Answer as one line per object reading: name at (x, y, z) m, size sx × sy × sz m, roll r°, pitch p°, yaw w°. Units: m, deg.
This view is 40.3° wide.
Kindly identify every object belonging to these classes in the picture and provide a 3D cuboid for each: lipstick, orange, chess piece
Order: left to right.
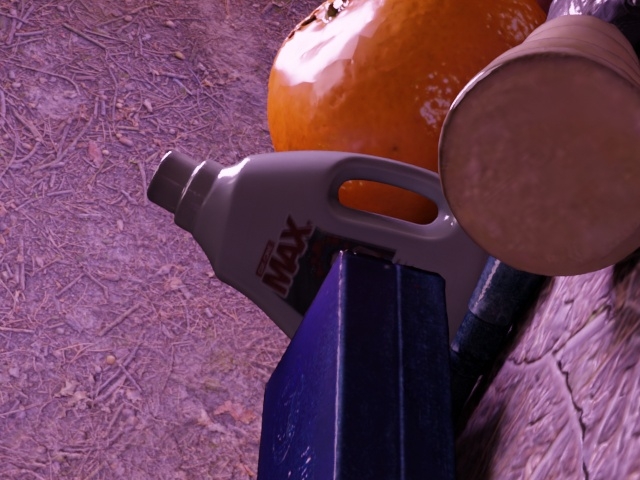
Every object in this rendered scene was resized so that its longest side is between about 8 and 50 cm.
orange at (0.120, -0.214, 1.227) m, size 0.424 × 0.326 × 0.424 m, roll -34°, pitch 20°, yaw 15°
lipstick at (0.139, 0.112, 0.833) m, size 0.234 × 0.053 × 0.053 m, roll -64°, pitch 0°, yaw 10°
chess piece at (0.208, -0.106, 0.722) m, size 0.167 × 0.167 × 0.300 m, roll -62°, pitch -7°, yaw 32°

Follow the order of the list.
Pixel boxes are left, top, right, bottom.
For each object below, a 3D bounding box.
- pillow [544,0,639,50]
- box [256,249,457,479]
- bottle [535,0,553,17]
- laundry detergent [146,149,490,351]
pillow at (0.299, -0.235, 0.903) m, size 0.335 × 0.092 × 0.162 m, roll 121°, pitch 172°, yaw -66°
box at (0.019, 0.199, 0.785) m, size 0.261 × 0.116 × 0.279 m, roll 119°, pitch 159°, yaw -47°
bottle at (0.376, -0.431, 1.473) m, size 0.144 × 0.143 × 0.336 m, roll -68°, pitch 4°, yaw -86°
laundry detergent at (0.000, 0.000, 0.996) m, size 0.264 × 0.397 × 0.125 m, roll -62°, pitch 0°, yaw 3°
